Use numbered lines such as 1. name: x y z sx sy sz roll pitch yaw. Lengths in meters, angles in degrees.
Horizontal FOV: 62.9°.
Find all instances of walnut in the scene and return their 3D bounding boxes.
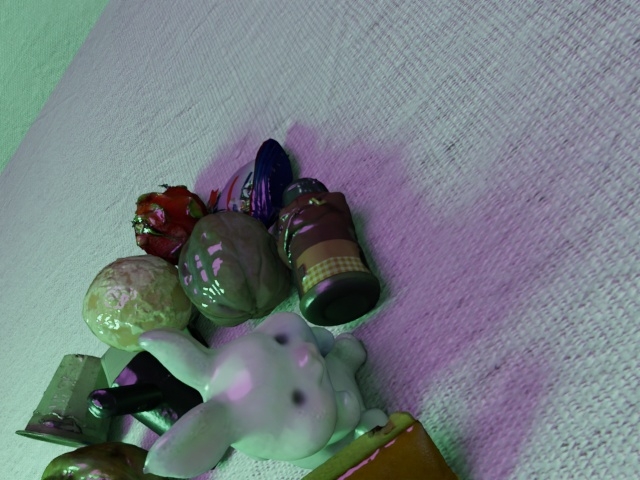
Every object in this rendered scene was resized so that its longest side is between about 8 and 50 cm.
1. walnut: -0.421 0.516 1.017 0.283 0.227 0.283 6 110 17
2. walnut: -0.163 0.049 0.984 0.224 0.224 0.224 -19 61 38

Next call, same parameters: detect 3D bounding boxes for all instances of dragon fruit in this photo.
1. dragon fruit: -0.350 -0.053 1.202 0.198 0.200 0.269 -45 47 16

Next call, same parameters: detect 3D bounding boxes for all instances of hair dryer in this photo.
1. hair dryer: -0.278 0.302 0.903 0.244 0.302 0.116 31 82 11

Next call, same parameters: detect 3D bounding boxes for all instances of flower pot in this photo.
1. flower pot: -0.586 0.386 1.255 0.212 0.212 0.202 -18 54 38

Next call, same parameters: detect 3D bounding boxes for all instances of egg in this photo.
1. egg: -0.374 0.131 1.072 0.245 0.203 0.203 -12 65 32

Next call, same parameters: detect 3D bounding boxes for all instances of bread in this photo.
1. bread: 0.008 0.367 0.658 0.361 0.138 0.077 -37 11 1

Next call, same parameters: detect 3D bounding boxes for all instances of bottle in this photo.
1. bottle: 0.000 0.000 0.888 0.156 0.143 0.271 -40 48 25

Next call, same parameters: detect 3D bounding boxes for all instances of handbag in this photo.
1. handbag: -0.351 0.225 1.196 0.315 0.109 0.241 -46 47 1

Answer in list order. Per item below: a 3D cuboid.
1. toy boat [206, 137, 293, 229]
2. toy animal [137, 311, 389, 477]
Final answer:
1. toy boat: -0.156 -0.124 1.159 0.318 0.072 0.219 24 93 56
2. toy animal: -0.080 0.224 0.723 0.241 0.367 0.196 -35 54 14
